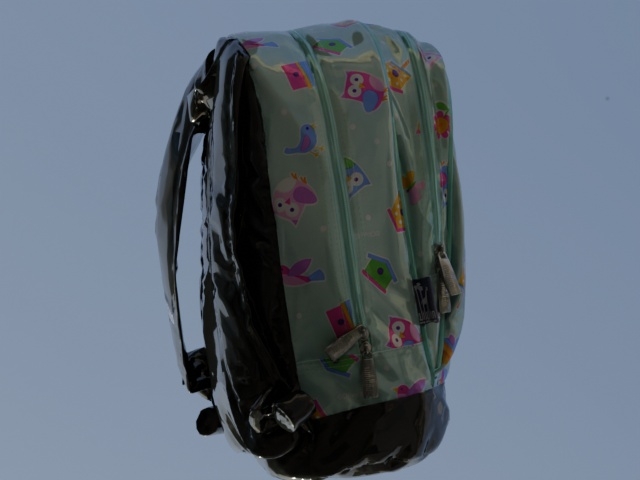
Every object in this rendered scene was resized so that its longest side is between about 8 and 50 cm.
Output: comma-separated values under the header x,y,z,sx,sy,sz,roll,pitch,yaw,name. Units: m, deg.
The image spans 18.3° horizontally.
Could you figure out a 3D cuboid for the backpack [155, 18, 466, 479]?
x,y,z,sx,sy,sz,roll,pitch,yaw,name
0.000,0.000,0.830,0.115,0.152,0.182,-6,-87,-21,backpack
